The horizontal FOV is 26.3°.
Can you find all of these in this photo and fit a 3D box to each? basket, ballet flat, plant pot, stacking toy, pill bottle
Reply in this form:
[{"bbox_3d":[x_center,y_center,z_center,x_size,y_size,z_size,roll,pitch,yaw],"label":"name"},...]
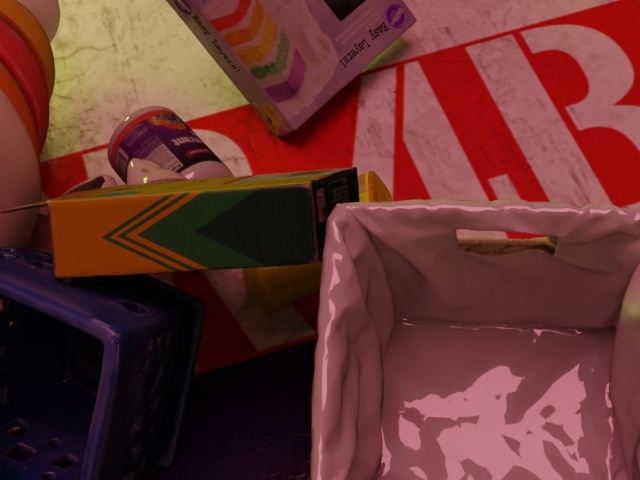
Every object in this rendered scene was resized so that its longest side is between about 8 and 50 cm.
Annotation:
[{"bbox_3d":[0.170,0.159,1.301,0.328,0.266,0.331,1,69,8],"label":"basket"},{"bbox_3d":[-0.229,-0.035,1.593,0.316,0.107,0.106,-15,69,26],"label":"ballet flat"},{"bbox_3d":[-0.258,0.135,1.429,0.236,0.236,0.212,21,20,24],"label":"plant pot"},{"bbox_3d":[-0.442,-0.194,1.688,0.350,0.350,0.480,4,33,11],"label":"stacking toy"},{"bbox_3d":[-0.171,-0.072,1.686,0.108,0.108,0.193,-32,54,-18],"label":"pill bottle"}]

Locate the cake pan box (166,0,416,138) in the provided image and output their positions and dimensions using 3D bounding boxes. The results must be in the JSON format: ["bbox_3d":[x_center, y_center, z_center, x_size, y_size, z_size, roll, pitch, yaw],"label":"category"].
[{"bbox_3d":[-0.033,-0.307,1.796,0.267,0.246,0.070,-42,13,-24],"label":"cake pan box"}]

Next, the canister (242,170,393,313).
[{"bbox_3d":[0.000,0.000,1.586,0.170,0.073,0.126,-22,44,20],"label":"canister"}]

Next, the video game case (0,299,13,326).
[{"bbox_3d":[-0.441,0.094,1.596,0.227,0.026,0.206,17,34,19],"label":"video game case"}]

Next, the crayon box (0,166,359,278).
[{"bbox_3d":[-0.134,-0.018,1.389,0.318,0.081,0.202,-3,6,15],"label":"crayon box"}]
